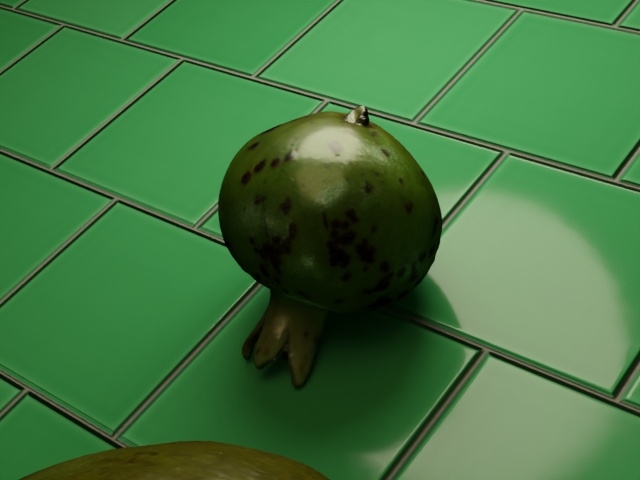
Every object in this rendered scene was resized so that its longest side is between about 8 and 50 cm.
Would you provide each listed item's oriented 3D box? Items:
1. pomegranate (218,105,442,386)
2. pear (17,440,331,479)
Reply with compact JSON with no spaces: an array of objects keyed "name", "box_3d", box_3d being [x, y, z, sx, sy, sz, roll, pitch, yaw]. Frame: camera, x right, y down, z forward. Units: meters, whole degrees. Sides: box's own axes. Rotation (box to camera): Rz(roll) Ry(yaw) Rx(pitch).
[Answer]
[{"name":"pomegranate","box_3d":[0.000,0.000,1.004,0.211,0.263,0.211,20,10,-3]},{"name":"pear","box_3d":[-0.105,0.279,0.616,0.413,0.352,0.352,-7,41,28]}]
